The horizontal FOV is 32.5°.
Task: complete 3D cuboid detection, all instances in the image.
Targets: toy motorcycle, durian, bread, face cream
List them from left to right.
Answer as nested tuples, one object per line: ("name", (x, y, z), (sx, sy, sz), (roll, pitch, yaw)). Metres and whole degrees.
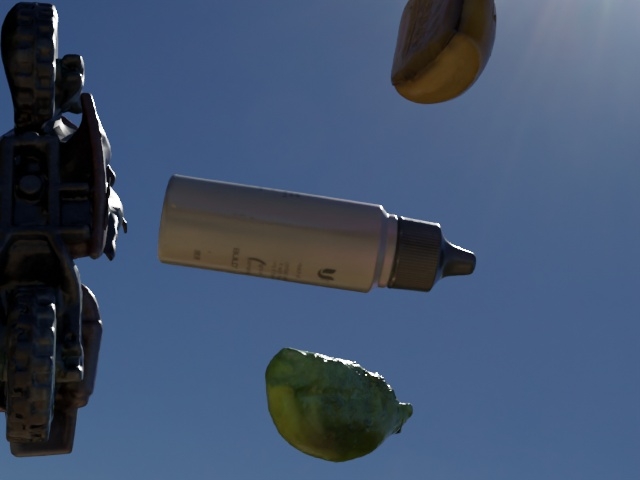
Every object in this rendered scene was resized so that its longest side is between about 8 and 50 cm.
("toy motorcycle", (-0.134, -0.001, 0.511), (0.082, 0.213, 0.122), (-3, -28, -6))
("face cream", (0.000, 0.000, 1.082), (0.311, 0.092, 0.092), (7, -27, -3))
("durian", (0.019, 0.231, 1.490), (0.250, 0.139, 0.101), (36, 11, -34))
("bread", (0.094, -0.145, 0.785), (0.056, 0.115, 0.082), (36, -51, -23))
